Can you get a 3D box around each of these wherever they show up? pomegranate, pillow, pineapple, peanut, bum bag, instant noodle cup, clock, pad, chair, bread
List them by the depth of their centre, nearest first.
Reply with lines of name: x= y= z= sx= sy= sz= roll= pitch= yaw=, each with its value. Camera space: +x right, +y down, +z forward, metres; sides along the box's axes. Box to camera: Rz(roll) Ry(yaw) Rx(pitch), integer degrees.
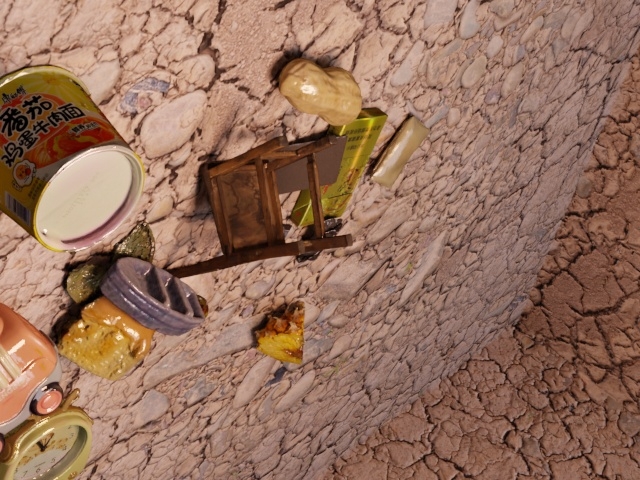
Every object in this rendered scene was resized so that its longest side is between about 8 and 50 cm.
instant noodle cup: x=-0.420 y=-0.120 z=1.522 sx=0.264 sy=0.200 sz=0.264 roll=-35 pitch=149 yaw=-26
bread: x=-0.421 y=0.209 z=2.003 sx=0.174 sy=0.133 sz=0.251 roll=-47 pitch=160 yaw=13
peanut: x=0.003 y=-0.318 z=2.006 sx=0.124 sy=0.123 sz=0.256 roll=-55 pitch=149 yaw=11
chair: x=-0.162 y=-0.065 z=2.034 sx=0.203 sy=0.416 sz=0.241 roll=-12 pitch=91 yaw=-51
clock: x=-0.610 y=0.440 z=2.080 sx=0.235 sy=0.096 sz=0.308 roll=-18 pitch=140 yaw=-45
pad: x=-0.038 y=-0.170 z=2.195 sx=0.211 sy=0.003 sz=0.143 roll=-12 pitch=135 yaw=-30
pomegranate: x=-0.298 y=0.154 z=2.219 sx=0.073 sy=0.073 sz=0.085 roll=-37 pitch=127 yaw=-23
bum bag: x=0.000 y=0.000 z=2.450 sx=0.087 sy=0.049 sz=0.198 roll=-25 pitch=161 yaw=-33
pillow: x=0.205 y=-0.226 z=2.496 sx=0.208 sy=0.053 sz=0.119 roll=-56 pitch=155 yaw=7
pineapple: x=-0.105 y=0.232 z=2.600 sx=0.250 sy=0.139 sz=0.164 roll=92 pitch=2 yaw=-72

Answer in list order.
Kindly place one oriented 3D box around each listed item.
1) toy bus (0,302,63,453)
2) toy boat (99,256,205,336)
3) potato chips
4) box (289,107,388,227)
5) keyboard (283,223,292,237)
toy bus: x=-0.619 y=0.244 z=1.717 sx=0.287 sy=0.194 sz=0.232 roll=-38 pitch=143 yaw=-21
toy boat: x=-0.346 y=0.111 z=1.962 sx=0.078 sy=0.127 sz=0.283 roll=-33 pitch=147 yaw=15
potato chips: x=-0.424 y=0.060 z=1.943 sx=0.220 sy=0.029 sz=0.202 roll=-24 pitch=147 yaw=-43
box: x=0.044 y=-0.177 z=2.326 sx=0.173 sy=0.043 sz=0.311 roll=-15 pitch=138 yaw=-49
keyboard: x=-0.123 y=-0.021 z=2.313 sx=0.155 sy=0.010 sz=0.053 roll=4 pitch=121 yaw=-58
